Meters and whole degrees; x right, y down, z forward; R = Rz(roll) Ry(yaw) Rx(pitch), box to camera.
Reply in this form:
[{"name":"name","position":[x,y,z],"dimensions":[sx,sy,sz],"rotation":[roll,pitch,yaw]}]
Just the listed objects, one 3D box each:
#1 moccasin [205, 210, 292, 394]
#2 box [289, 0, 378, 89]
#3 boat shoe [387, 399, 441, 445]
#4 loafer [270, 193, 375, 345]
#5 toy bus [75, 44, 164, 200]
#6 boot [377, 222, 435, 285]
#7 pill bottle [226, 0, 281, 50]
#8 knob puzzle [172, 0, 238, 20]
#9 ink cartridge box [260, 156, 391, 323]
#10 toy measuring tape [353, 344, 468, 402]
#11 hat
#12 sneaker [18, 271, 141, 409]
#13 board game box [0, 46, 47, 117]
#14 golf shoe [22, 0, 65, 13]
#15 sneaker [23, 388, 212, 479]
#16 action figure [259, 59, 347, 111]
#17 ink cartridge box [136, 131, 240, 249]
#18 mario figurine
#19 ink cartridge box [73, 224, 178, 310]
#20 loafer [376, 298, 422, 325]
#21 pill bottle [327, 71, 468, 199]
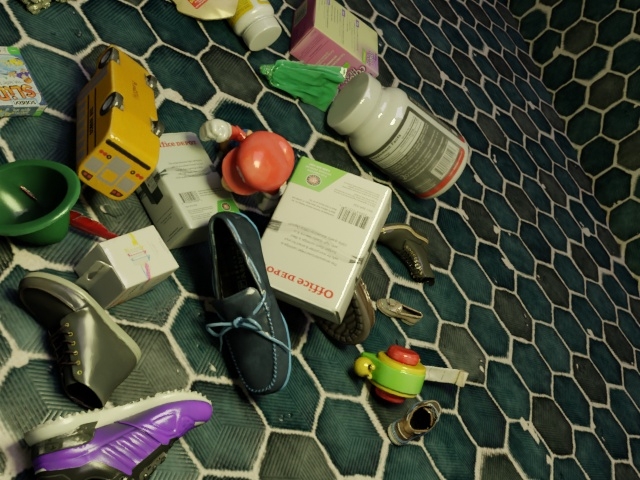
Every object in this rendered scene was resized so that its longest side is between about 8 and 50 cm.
[{"name":"moccasin","position":[-0.153,0.113,1.359],"dimensions":[0.117,0.137,0.342],"rotation":[23,45,-68]},{"name":"box","position":[0.042,-0.575,2.198],"dimensions":[0.243,0.117,0.214],"rotation":[29,41,-27]},{"name":"boat shoe","position":[0.219,0.383,1.611],"dimensions":[0.183,0.066,0.066],"rotation":[-21,76,-53]},{"name":"loafer","position":[0.028,0.049,1.630],"dimensions":[0.130,0.134,0.366],"rotation":[-6,64,-49]},{"name":"toy bus","position":[-0.373,-0.227,1.385],"dimensions":[0.108,0.130,0.333],"rotation":[34,22,-36]},{"name":"boot","position":[0.221,0.037,1.912],"dimensions":[0.197,0.077,0.137],"rotation":[11,57,-41]},{"name":"pill bottle","position":[-0.196,-0.607,1.961],"dimensions":[0.119,0.119,0.209],"rotation":[-20,75,-53]},{"name":"knob puzzle","position":[-0.289,-0.628,1.886],"dimensions":[0.213,0.030,0.213],"rotation":[3,79,-15]},{"name":"ink cartridge box","position":[0.000,0.000,1.496],"dimensions":[0.198,0.115,0.273],"rotation":[22,74,11]},{"name":"toy measuring tape","position":[0.215,0.296,1.622],"dimensions":[0.330,0.121,0.121],"rotation":[15,49,-31]},{"name":"hat","position":[-0.456,-0.012,1.249],"dimensions":[0.208,0.184,0.173],"rotation":[8,48,9]},{"name":"sneaker","position":[-0.381,0.149,1.140],"dimensions":[0.222,0.083,0.118],"rotation":[43,37,-15]},{"name":"board game box","position":[-0.596,-0.275,1.309],"dimensions":[0.201,0.035,0.136],"rotation":[-17,73,-52]},{"name":"golf shoe","position":[-0.558,-0.531,1.548],"dimensions":[0.086,0.069,0.176],"rotation":[42,35,-3]},{"name":"sneaker","position":[-0.279,0.315,1.108],"dimensions":[0.293,0.102,0.146],"rotation":[-4,67,-44]},{"name":"action figure","position":[-0.058,-0.425,1.980],"dimensions":[0.232,0.137,0.063],"rotation":[7,31,-34]},{"name":"ink cartridge box","position":[-0.270,-0.101,1.471],"dimensions":[0.153,0.087,0.208],"rotation":[-14,71,-53]},{"name":"mario figurine","position":[-0.162,-0.149,1.530],"dimensions":[0.198,0.170,0.320],"rotation":[15,7,-11]},{"name":"ink cartridge box","position":[-0.333,0.049,1.272],"dimensions":[0.090,0.092,0.143],"rotation":[56,37,6]},{"name":"loafer","position":[0.189,0.163,1.790],"dimensions":[0.125,0.039,0.045],"rotation":[28,43,-30]},{"name":"pill bottle","position":[0.210,-0.285,2.054],"dimensions":[0.362,0.210,0.210],"rotation":[32,40,-25]}]
